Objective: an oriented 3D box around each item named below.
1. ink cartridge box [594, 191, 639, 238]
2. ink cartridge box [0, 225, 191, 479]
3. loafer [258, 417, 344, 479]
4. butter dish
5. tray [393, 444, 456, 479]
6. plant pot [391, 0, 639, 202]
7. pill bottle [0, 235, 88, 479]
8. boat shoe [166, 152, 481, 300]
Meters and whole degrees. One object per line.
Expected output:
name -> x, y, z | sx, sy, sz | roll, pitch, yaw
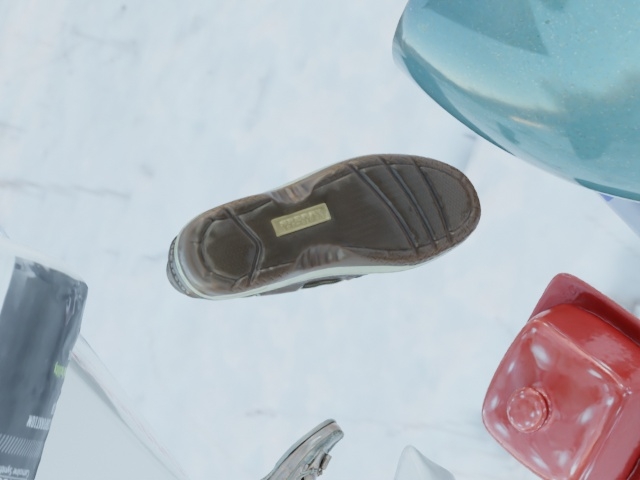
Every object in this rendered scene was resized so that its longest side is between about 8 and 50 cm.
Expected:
ink cartridge box -> 0.245, -0.100, 1.444 | 0.065, 0.311, 0.186 | -36, 62, 15
ink cartridge box -> -0.209, 0.044, 0.814 | 0.129, 0.223, 0.307 | -40, 46, -6
loafer -> -0.023, 0.197, 1.317 | 0.039, 0.125, 0.045 | 43, 164, 23
butter dish -> 0.190, 0.128, 1.288 | 0.160, 0.118, 0.160 | 38, 116, 32
tray -> 0.047, 0.266, 0.988 | 0.145, 0.030, 0.270 | 44, -122, -67
plant pot -> 0.214, -0.130, 0.952 | 0.195, 0.290, 0.290 | 50, 131, 13
pill bottle -> -0.169, 0.110, 0.529 | 0.130, 0.130, 0.245 | -2, 72, 64
boat shoe -> -0.002, -0.008, 1.270 | 0.095, 0.257, 0.095 | -33, 68, 62
